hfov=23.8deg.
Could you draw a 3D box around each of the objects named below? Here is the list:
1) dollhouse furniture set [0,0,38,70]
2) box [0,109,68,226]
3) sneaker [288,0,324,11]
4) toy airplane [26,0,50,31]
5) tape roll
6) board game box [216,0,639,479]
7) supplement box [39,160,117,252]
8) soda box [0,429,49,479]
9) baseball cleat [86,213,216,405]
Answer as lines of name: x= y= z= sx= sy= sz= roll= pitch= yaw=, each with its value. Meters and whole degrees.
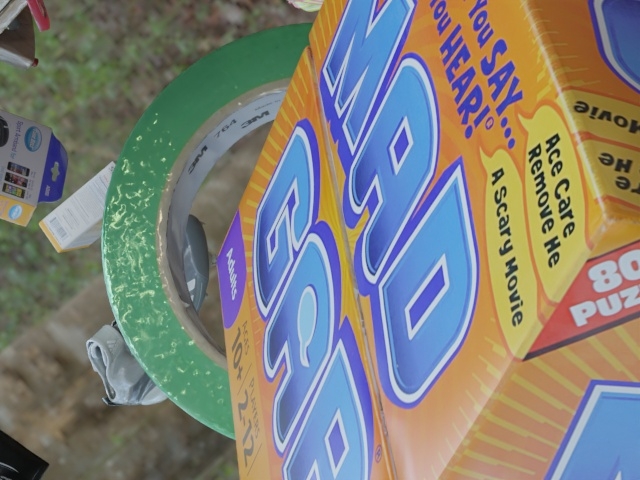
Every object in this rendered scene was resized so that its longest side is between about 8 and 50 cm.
dollhouse furniture set: x=-0.215 y=-0.236 z=1.001 sx=0.129 sy=0.129 sz=0.183 roll=23 pitch=-139 yaw=-39
box: x=-0.248 y=-0.062 z=1.074 sx=0.136 sy=0.081 sz=0.028 roll=21 pitch=135 yaw=-20
sneaker: x=-0.032 y=-0.324 z=1.901 sx=0.209 sy=0.081 sz=0.094 roll=9 pitch=152 yaw=-3
toy airplane: x=-0.174 y=-0.196 z=0.845 sx=0.151 sy=0.028 sz=0.151 roll=-7 pitch=-90 yaw=-71
tape roll: x=0.000 y=0.000 z=1.138 sx=0.321 sy=0.321 sz=0.077 roll=47 pitch=179 yaw=10
board game box: x=0.177 y=0.034 z=0.796 sx=0.356 sy=0.356 sz=0.356 roll=11 pitch=-141 yaw=-19
supplement box: x=-0.206 y=-0.033 z=1.413 sx=0.036 sy=0.098 sz=0.062 roll=55 pitch=-163 yaw=7
soda box: x=-0.260 y=0.214 z=1.055 sx=0.053 sy=0.169 sz=0.060 roll=38 pitch=147 yaw=-13
baseball cleat: x=-0.172 y=0.073 z=1.518 sx=0.109 sy=0.205 sz=0.072 roll=0 pitch=-163 yaw=-43
